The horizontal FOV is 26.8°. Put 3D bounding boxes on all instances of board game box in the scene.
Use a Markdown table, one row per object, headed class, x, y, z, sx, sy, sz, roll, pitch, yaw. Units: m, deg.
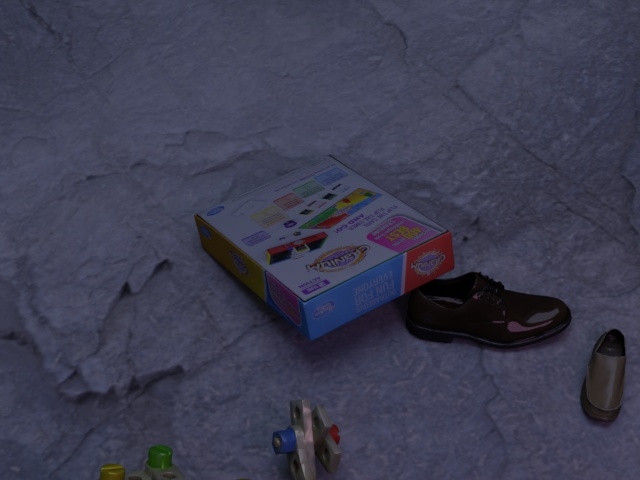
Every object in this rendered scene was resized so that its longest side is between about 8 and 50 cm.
| class | x | y | z | sx | sy | sz | roll | pitch | yaw |
| --- | --- | --- | --- | --- | --- | --- | --- | --- | --- |
| board game box | 0.000 | 0.000 | 1.900 | 0.242 | 0.064 | 0.316 | -25 | 34 | -21 |

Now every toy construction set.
| class | x | y | z | sx | sy | sz | roll | pitch | yaw |
| --- | --- | --- | --- | --- | --- | --- | --- | --- | --- |
| toy construction set | -0.104 | 0.309 | 1.607 | 0.327 | 0.151 | 0.215 | -17 | 21 | -25 |

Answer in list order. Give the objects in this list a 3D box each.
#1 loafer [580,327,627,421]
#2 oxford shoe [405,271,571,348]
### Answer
| class | x | y | z | sx | sy | sz | roll | pitch | yaw |
| --- | --- | --- | --- | --- | --- | --- | --- | --- | --- |
| loafer | 0.378 | 0.175 | 1.781 | 0.056 | 0.050 | 0.148 | 7 | 45 | 8 |
| oxford shoe | 0.233 | 0.091 | 1.838 | 0.227 | 0.096 | 0.083 | 1 | 43 | 0 |
